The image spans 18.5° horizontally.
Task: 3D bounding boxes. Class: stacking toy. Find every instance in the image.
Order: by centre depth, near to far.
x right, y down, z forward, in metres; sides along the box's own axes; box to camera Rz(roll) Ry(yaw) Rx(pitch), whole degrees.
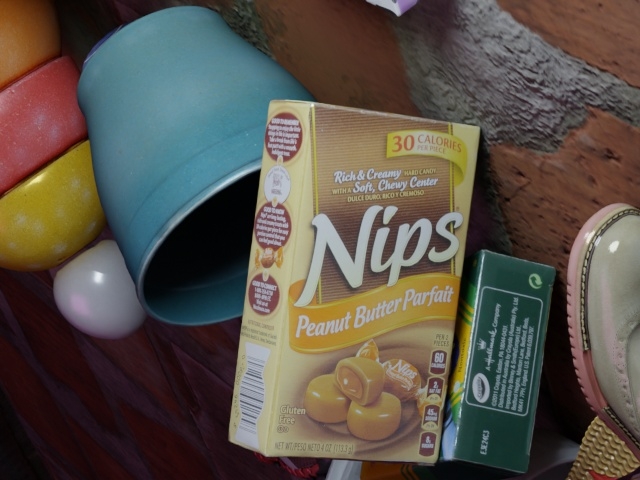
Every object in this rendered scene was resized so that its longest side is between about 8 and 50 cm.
[{"bbox_3d":[-0.367,-0.081,2.368,0.480,0.350,0.350,56,160,-2],"label":"stacking toy"}]

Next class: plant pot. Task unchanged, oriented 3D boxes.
[{"bbox_3d":[-0.118,-0.094,2.025,0.255,0.271,0.271,59,165,27],"label":"plant pot"}]

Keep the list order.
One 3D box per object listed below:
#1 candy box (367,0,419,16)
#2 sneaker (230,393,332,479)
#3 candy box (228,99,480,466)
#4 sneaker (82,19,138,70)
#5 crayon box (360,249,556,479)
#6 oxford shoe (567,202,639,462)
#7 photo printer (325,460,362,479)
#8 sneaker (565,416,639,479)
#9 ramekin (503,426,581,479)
[{"bbox_3d":[0.008,-0.298,1.645,0.196,0.070,0.165,32,152,43],"label":"candy box"},{"bbox_3d":[-0.041,0.243,2.630,0.135,0.097,0.276,55,161,-17],"label":"sneaker"},{"bbox_3d":[0.031,0.039,1.783,0.087,0.183,0.316,13,96,60],"label":"candy box"},{"bbox_3d":[-0.195,-0.101,2.329,0.182,0.127,0.315,7,134,59],"label":"sneaker"},{"bbox_3d":[0.123,0.142,1.960,0.083,0.203,0.323,13,165,-13],"label":"crayon box"},{"bbox_3d":[0.328,0.144,1.629,0.146,0.140,0.397,9,131,55],"label":"oxford shoe"},{"bbox_3d":[0.066,0.280,2.258,0.107,0.256,0.307,20,155,6],"label":"photo printer"},{"bbox_3d":[0.297,0.210,1.918,0.069,0.084,0.185,48,134,24],"label":"sneaker"},{"bbox_3d":[0.216,0.291,2.034,0.109,0.207,0.207,39,158,53],"label":"ramekin"}]
